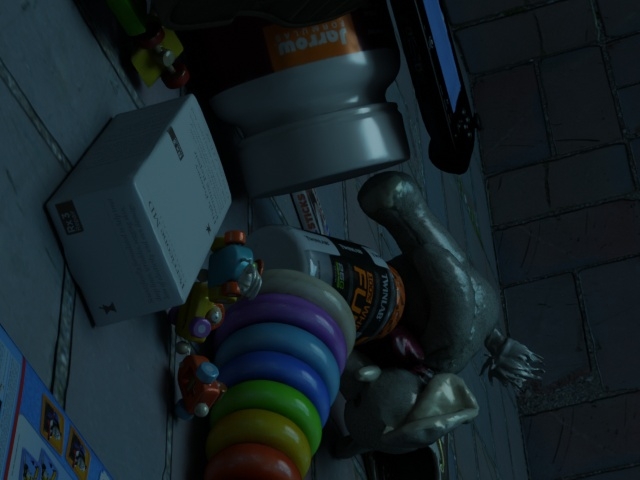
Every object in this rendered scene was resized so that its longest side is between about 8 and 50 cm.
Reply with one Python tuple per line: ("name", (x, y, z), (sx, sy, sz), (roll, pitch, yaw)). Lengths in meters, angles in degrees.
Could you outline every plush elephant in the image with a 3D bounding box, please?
("plush elephant", (0.084, 0.136, 1.800), (0.330, 0.272, 0.255), (43, 59, -5))

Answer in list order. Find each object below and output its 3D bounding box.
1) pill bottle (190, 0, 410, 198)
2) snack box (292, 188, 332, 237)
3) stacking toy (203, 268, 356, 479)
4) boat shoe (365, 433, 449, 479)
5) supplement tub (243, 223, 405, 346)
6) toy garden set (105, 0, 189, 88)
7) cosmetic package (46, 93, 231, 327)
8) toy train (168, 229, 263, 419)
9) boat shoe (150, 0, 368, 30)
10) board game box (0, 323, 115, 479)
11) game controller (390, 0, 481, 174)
("pill bottle", (-0.038, -0.256, 1.680), (0.224, 0.224, 0.392), (-10, 85, -77))
("snack box", (0.000, 0.000, 2.007), (0.064, 0.022, 0.178), (-73, 146, -69))
("stacking toy", (-0.056, 0.178, 1.390), (0.330, 0.141, 0.141), (-76, 150, -50))
("boat shoe", (0.113, 0.274, 1.993), (0.097, 0.117, 0.324), (24, 58, -78))
("supplement tub", (0.001, 0.052, 1.619), (0.190, 0.117, 0.117), (14, 60, -50))
("toy garden set", (-0.191, -0.280, 1.457), (0.204, 0.049, 0.244), (59, 20, -46))
("cosmetic package", (-0.147, -0.032, 1.284), (0.231, 0.085, 0.117), (-77, 150, -66))
("toy train", (-0.084, 0.074, 1.334), (0.046, 0.166, 0.125), (12, 31, -32))
("boat shoe", (-0.053, -0.276, 1.463), (0.307, 0.111, 0.104), (-9, 64, -51))
("board game box", (-0.189, 0.174, 0.976), (0.160, 0.039, 0.211), (-91, 161, -46))
("game controller", (0.116, -0.232, 1.652), (0.166, 0.067, 0.319), (-85, 159, -69))
